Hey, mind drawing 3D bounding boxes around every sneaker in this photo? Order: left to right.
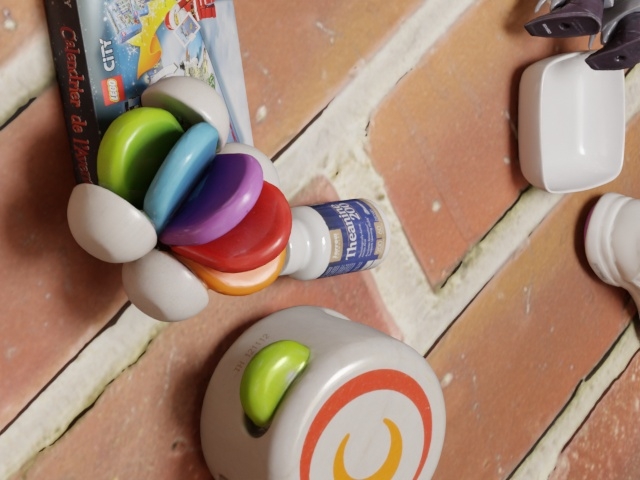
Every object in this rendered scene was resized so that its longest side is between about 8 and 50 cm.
[{"bbox_3d":[0.407,0.054,1.998,0.305,0.152,0.114,36,69,-44],"label":"sneaker"}]

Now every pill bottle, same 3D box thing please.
[{"bbox_3d":[0.000,0.000,1.636,0.120,0.067,0.067,-9,103,-44],"label":"pill bottle"}]

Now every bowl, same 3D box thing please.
[{"bbox_3d":[0.250,-0.123,1.878,0.142,0.053,0.142,-13,106,-43],"label":"bowl"}]

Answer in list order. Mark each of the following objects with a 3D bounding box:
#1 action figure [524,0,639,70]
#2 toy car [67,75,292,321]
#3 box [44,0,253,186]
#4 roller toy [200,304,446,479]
[{"bbox_3d":[0.292,-0.315,1.857,0.185,0.099,0.285,35,56,-34],"label":"action figure"},{"bbox_3d":[-0.092,-0.027,1.425,0.159,0.136,0.182,-55,131,-22],"label":"toy car"},{"bbox_3d":[-0.136,-0.137,1.492,0.159,0.044,0.233,-22,113,-40],"label":"box"},{"bbox_3d":[-0.001,0.161,1.608,0.191,0.146,0.209,-16,114,-33],"label":"roller toy"}]
